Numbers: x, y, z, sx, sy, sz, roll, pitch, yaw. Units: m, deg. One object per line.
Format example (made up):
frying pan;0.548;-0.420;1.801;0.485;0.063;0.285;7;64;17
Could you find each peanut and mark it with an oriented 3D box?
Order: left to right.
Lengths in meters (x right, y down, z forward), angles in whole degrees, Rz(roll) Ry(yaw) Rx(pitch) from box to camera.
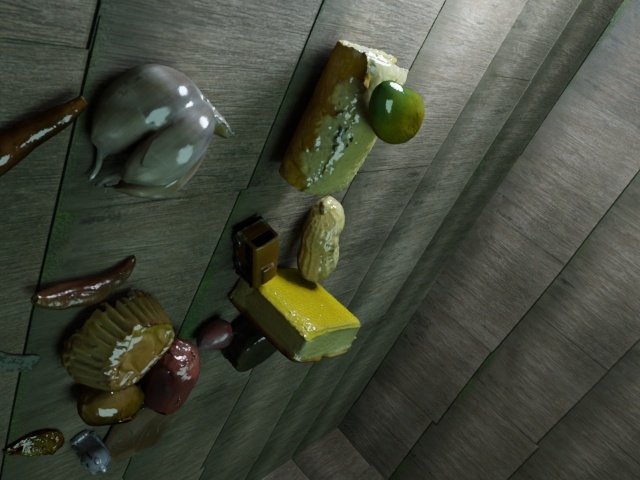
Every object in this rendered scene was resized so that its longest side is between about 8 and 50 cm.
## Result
peanut;0.000;0.000;1.823;0.147;0.147;0.305;-27;139;-38

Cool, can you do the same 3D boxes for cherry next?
cherry;-0.325;0.293;1.795;0.126;0.087;0.106;5;133;-38

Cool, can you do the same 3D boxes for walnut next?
walnut;-0.568;0.441;1.572;0.137;0.137;0.245;-51;155;7

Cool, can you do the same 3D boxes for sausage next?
sausage;-0.442;0.400;1.687;0.152;0.152;0.279;-19;147;-46

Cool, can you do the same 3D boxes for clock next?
clock;-0.671;0.649;1.718;0.080;0.117;0.176;-35;153;-26

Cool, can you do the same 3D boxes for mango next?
mango;0.174;-0.298;1.361;0.237;0.091;0.137;-2;118;-57

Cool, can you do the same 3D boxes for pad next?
pad;-0.607;0.639;1.922;0.284;0.018;0.286;-1;128;-58

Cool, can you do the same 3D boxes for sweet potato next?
sweet potato;-0.491;-0.153;0.921;0.264;0.057;0.057;-43;155;-18
sweet potato;-0.512;0.106;1.261;0.255;0.058;0.078;-24;126;-48

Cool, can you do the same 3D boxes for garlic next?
garlic;-0.308;-0.200;1.085;0.292;0.210;0.237;-41;-171;-24

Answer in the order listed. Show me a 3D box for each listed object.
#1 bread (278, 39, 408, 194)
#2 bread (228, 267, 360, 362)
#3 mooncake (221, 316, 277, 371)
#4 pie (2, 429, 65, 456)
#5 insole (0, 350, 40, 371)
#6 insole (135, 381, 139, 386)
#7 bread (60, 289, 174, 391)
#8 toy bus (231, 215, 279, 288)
bread;0.054;-0.302;1.446;0.237;0.165;0.375;-13;138;-57
bread;-0.076;0.225;1.816;0.324;0.333;0.143;3;123;-55
mooncake;-0.230;0.341;1.978;0.228;0.124;0.228;-37;158;-18
pie;-0.751;0.547;1.546;0.088;0.033;0.191;-50;155;-5
insole;-0.695;0.266;1.256;0.065;0.006;0.193;-51;155;5
insole;-0.546;0.386;1.671;0.080;0.003;0.232;-24;146;-41
bread;-0.488;0.260;1.417;0.274;0.149;0.274;-34;145;-28
toy bus;-0.179;0.040;1.627;0.098;0.114;0.201;-32;151;-29
